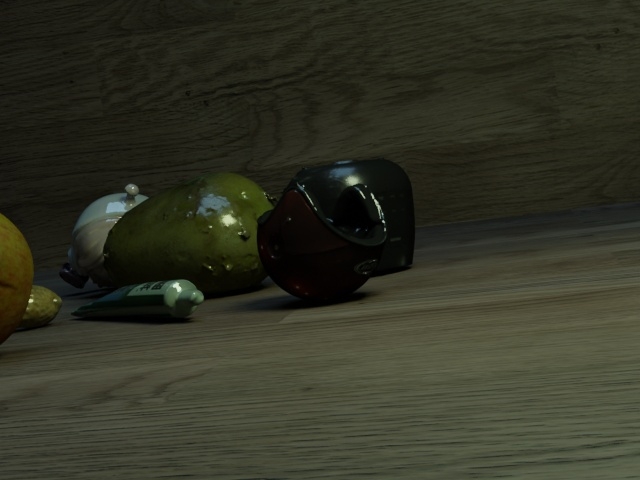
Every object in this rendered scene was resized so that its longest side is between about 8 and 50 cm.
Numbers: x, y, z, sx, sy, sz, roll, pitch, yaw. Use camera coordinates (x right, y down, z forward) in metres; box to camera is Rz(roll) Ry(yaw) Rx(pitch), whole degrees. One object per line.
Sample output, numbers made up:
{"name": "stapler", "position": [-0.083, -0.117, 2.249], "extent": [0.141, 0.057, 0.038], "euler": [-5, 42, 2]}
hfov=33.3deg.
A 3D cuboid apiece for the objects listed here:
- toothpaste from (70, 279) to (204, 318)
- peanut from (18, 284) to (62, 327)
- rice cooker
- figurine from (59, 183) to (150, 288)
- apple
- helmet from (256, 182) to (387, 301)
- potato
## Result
{"name": "toothpaste", "position": [-0.301, 0.100, 1.794], "extent": [0.098, 0.061, 0.392], "euler": [-26, 12, -35]}
{"name": "peanut", "position": [-0.537, 0.120, 1.840], "extent": [0.192, 0.089, 0.089], "euler": [-4, 1, -29]}
{"name": "rice cooker", "position": [0.053, -0.043, 2.091], "extent": [0.267, 0.225, 0.267], "euler": [-9, 2, 0]}
{"name": "figurine", "position": [-0.457, 0.010, 2.404], "extent": [0.253, 0.211, 0.361], "euler": [-19, 0, -20]}
{"name": "apple", "position": [-0.535, 0.057, 1.502], "extent": [0.264, 0.264, 0.264], "euler": [-7, 3, 0]}
{"name": "helmet", "position": [0.000, 0.000, 1.700], "extent": [0.216, 0.193, 0.189], "euler": [13, 13, 39]}
{"name": "potato", "position": [-0.247, -0.006, 2.074], "extent": [0.359, 0.219, 0.270], "euler": [-9, 28, 26]}
